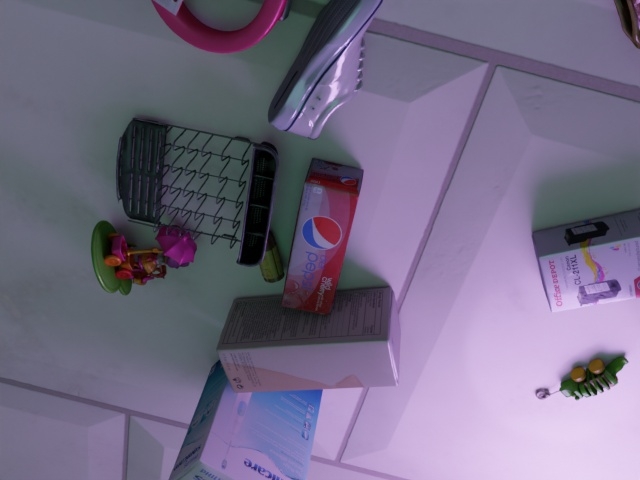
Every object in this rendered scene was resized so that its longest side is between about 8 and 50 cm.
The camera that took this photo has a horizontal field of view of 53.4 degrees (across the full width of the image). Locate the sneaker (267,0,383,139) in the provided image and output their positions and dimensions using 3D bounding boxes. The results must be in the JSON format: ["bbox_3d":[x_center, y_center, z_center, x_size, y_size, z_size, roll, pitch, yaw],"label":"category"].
[{"bbox_3d":[0.022,-0.251,0.898,0.091,0.094,0.258,19,133,-27],"label":"sneaker"}]

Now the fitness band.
[{"bbox_3d":[-0.127,-0.388,0.823,0.209,0.054,0.290,20,126,3],"label":"fitness band"}]

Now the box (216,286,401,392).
[{"bbox_3d":[-0.014,0.183,1.166,0.311,0.148,0.121,-4,125,14],"label":"box"}]

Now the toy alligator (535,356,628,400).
[{"bbox_3d":[0.496,0.278,1.204,0.190,0.051,0.056,-35,113,28],"label":"toy alligator"}]

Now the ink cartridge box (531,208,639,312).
[{"bbox_3d":[0.445,0.036,1.029,0.175,0.072,0.127,-14,122,18],"label":"ink cartridge box"}]

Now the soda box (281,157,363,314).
[{"bbox_3d":[0.000,0.000,1.071,0.092,0.083,0.263,12,125,0],"label":"soda box"}]

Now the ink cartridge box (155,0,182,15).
[{"bbox_3d":[-0.221,-0.355,0.831,0.115,0.029,0.063,34,127,-6],"label":"ink cartridge box"}]

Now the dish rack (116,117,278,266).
[{"bbox_3d":[-0.205,-0.085,1.033,0.272,0.074,0.208,12,115,2],"label":"dish rack"}]

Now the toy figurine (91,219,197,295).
[{"bbox_3d":[-0.298,0.031,1.138,0.159,0.130,0.173,-7,146,3],"label":"toy figurine"}]

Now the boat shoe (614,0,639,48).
[{"bbox_3d":[0.351,-0.356,0.743,0.104,0.110,0.307,-34,114,27],"label":"boat shoe"}]

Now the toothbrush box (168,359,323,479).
[{"bbox_3d":[-0.133,0.374,1.227,0.216,0.295,0.126,35,123,-16],"label":"toothbrush box"}]

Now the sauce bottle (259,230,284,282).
[{"bbox_3d":[-0.095,0.012,1.121,0.042,0.042,0.128,-5,117,13],"label":"sauce bottle"}]
